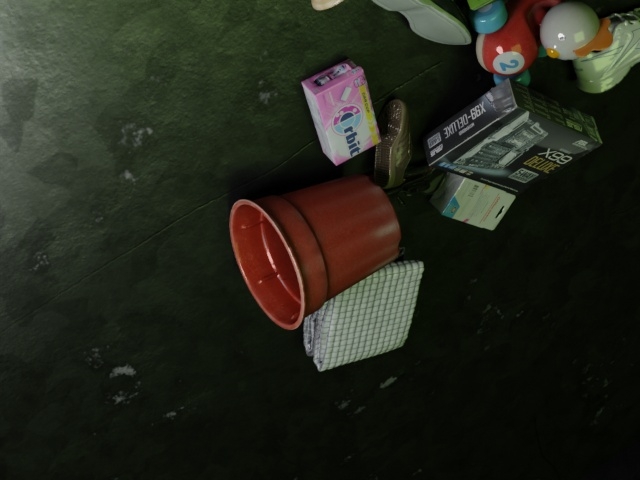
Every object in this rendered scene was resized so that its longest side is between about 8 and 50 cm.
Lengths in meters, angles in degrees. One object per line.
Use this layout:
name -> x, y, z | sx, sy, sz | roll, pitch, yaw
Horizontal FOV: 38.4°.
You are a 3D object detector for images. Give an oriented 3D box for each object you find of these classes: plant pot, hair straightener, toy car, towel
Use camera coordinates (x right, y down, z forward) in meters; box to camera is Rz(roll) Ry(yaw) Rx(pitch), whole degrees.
plant pot -> 0.000, 0.000, 1.834 | 0.265, 0.272, 0.272 | -24, 133, -26
hair straightener -> 0.180, -0.120, 1.997 | 0.230, 0.047, 0.089 | -19, 132, -25
toy car -> 0.446, -0.398, 1.785 | 0.210, 0.238, 0.219 | -51, 138, -13
towel -> 0.087, 0.143, 2.085 | 0.235, 0.121, 0.283 | -11, 130, -23

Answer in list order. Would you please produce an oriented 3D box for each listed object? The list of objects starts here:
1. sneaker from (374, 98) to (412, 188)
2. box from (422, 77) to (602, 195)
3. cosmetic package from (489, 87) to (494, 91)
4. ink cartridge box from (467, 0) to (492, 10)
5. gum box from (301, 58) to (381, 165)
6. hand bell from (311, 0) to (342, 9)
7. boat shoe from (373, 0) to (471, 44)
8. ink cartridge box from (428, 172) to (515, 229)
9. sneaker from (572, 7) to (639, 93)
sneaker -> 0.156, -0.201, 1.896 | 0.071, 0.066, 0.188 | -10, 118, -44
box -> 0.410, -0.213, 1.960 | 0.307, 0.076, 0.242 | 14, 146, -40
cosmetic package -> 0.394, -0.275, 2.006 | 0.060, 0.041, 0.115 | -49, 134, 10
ink cartridge box -> 0.367, -0.558, 1.676 | 0.255, 0.097, 0.189 | -24, 97, -15
gum box -> 0.041, -0.253, 1.785 | 0.107, 0.062, 0.188 | -29, 134, -10
hand bell -> -0.034, -0.517, 1.529 | 0.126, 0.126, 0.242 | -42, 122, 3
boat shoe -> 0.199, -0.448, 1.705 | 0.302, 0.114, 0.091 | 19, 78, -56
ink cartridge box -> 0.349, -0.096, 2.101 | 0.181, 0.061, 0.104 | 15, 114, -39
sneaker -> 0.678, -0.449, 2.012 | 0.297, 0.111, 0.129 | -39, 129, -2
